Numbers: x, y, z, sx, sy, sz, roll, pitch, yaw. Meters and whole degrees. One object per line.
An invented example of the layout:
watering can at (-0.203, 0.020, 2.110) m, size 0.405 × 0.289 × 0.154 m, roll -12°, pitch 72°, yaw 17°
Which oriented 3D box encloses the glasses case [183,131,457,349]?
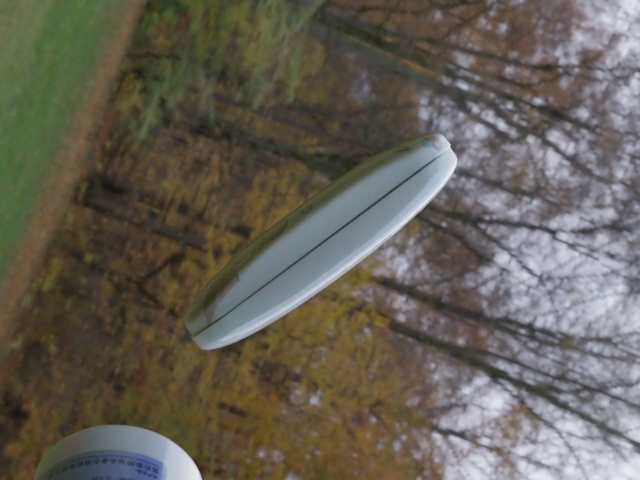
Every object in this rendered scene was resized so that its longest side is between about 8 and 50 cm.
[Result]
glasses case at (0.000, 0.000, 0.692) m, size 0.204 × 0.051 × 0.081 m, roll -37°, pitch -179°, yaw -3°

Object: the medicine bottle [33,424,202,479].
medicine bottle at (-0.118, 0.194, 0.579) m, size 0.187 × 0.102 × 0.103 m, roll -92°, pitch -155°, yaw -58°
